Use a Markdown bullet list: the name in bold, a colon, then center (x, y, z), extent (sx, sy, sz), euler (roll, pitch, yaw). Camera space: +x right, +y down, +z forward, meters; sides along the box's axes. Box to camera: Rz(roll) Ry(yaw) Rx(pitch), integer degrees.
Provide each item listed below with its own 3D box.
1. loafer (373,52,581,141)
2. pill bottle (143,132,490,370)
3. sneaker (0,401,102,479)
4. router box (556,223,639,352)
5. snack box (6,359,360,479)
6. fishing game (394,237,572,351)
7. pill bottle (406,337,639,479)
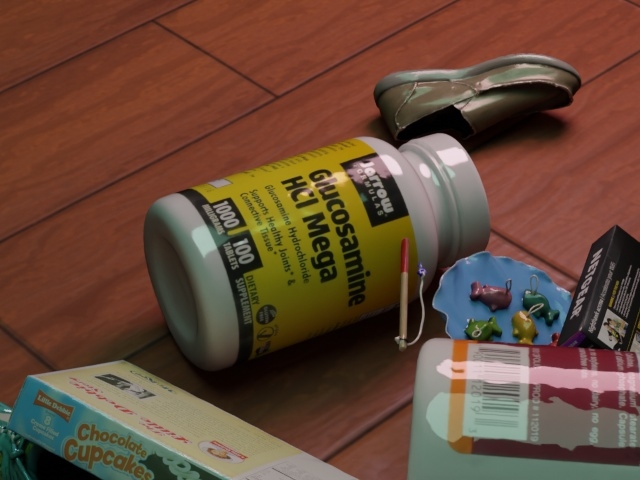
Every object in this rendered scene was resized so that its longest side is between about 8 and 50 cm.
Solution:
- **loafer**: center (0.192, -0.161, 2.095), extent (0.251, 0.094, 0.087), euler (-7, 63, 6)
- **pill bottle**: center (0.000, 0.000, 1.805), extent (0.334, 0.188, 0.188), euler (-19, 42, -21)
- **sneaker**: center (-0.264, 0.207, 1.617), extent (0.275, 0.110, 0.107), euler (29, 48, 32)
- **router box**: center (0.321, 0.084, 1.760), extent (0.133, 0.046, 0.179), euler (37, 42, -8)
- **snack box**: center (-0.099, 0.204, 1.554), extent (0.322, 0.060, 0.187), euler (25, 9, 18)
- **fishing game**: center (0.197, 0.087, 1.721), extent (0.264, 0.041, 0.189), euler (19, 50, -17)
- **pill bottle**: center (0.275, 0.208, 1.518), extent (0.392, 0.224, 0.224), euler (4, 39, 6)
